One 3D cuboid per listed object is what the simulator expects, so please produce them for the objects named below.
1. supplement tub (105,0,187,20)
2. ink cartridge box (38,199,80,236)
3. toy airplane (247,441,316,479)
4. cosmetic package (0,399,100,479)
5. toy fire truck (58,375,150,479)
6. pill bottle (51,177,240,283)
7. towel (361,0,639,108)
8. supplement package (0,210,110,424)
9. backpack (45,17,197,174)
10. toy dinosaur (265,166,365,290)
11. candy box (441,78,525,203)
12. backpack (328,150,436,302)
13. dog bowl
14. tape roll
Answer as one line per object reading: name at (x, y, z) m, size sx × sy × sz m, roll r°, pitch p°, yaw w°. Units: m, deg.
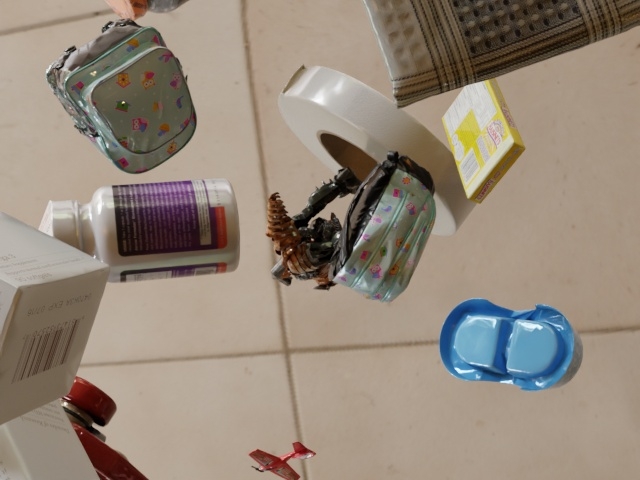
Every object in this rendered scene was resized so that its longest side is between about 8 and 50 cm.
supplement tub at (-0.238, -0.519, 1.525) m, size 0.316 × 0.193 × 0.193 m, roll -39°, pitch 88°, yaw -18°
ink cartridge box at (-0.411, 0.014, 1.434) m, size 0.198 × 0.067 × 0.115 m, roll 42°, pitch 111°, yaw 52°
toy airplane at (-0.075, 0.444, 1.817) m, size 0.151 × 0.028 × 0.151 m, roll 1°, pitch 139°, yaw 1°
cosmetic package at (-0.426, 0.305, 1.113) m, size 0.230 × 0.161 × 0.453 m, roll -41°, pitch 58°, yaw 4°
toy fire truck at (-0.359, 0.355, 1.401) m, size 0.254 × 0.169 × 0.302 m, roll 39°, pitch 150°, yaw -16°
pill bottle at (-0.191, -0.010, 0.979) m, size 0.194 × 0.108 × 0.108 m, roll -5°, pitch 100°, yaw -14°
towel at (0.176, -0.342, 0.955) m, size 0.312 × 0.056 × 0.324 m, roll -18°, pitch 92°, yaw 2°
supplement package at (-0.253, 0.033, 0.595) m, size 0.179 × 0.105 × 0.105 m, roll 24°, pitch 103°, yaw 14°
backpack at (-0.259, -0.189, 1.242) m, size 0.166 × 0.188 × 0.144 m, roll -40°, pitch 45°, yaw -19°
toy dinosaur at (0.000, 0.000, 1.484) m, size 0.218 × 0.322 × 0.164 m, roll -34°, pitch 82°, yaw 8°
candy box at (0.224, -0.152, 1.253) m, size 0.027 × 0.205 × 0.105 m, roll 23°, pitch 125°, yaw -22°
backpack at (0.085, -0.009, 1.208) m, size 0.115 × 0.182 × 0.152 m, roll 25°, pitch 150°, yaw 2°
dog bowl at (0.372, 0.206, 1.736) m, size 0.297 × 0.074 × 0.165 m, roll 2°, pitch 75°, yaw 45°
tape roll at (0.095, -0.151, 1.556) m, size 0.392 × 0.392 × 0.072 m, roll 36°, pitch 82°, yaw 6°
